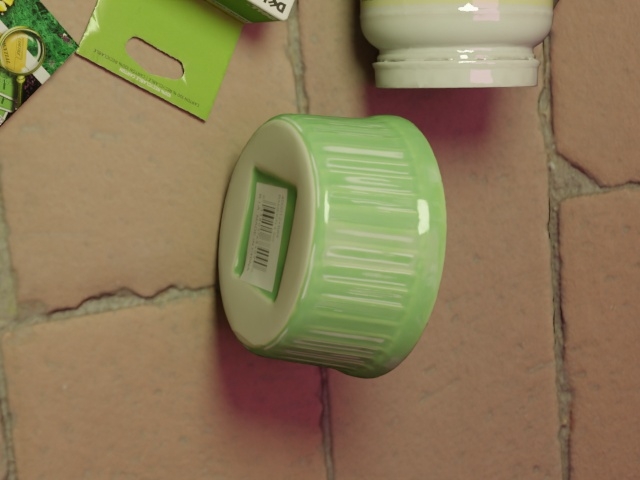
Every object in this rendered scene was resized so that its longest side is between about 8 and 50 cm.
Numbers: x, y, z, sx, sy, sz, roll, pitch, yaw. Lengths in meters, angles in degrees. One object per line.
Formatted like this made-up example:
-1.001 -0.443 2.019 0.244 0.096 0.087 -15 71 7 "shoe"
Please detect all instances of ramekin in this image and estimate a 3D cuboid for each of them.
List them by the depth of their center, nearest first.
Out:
0.000 0.000 1.420 0.148 0.303 0.303 6 92 -26 "ramekin"

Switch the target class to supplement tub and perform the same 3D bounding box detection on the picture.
0.163 -0.347 1.518 0.235 0.235 0.325 -6 99 -33 "supplement tub"

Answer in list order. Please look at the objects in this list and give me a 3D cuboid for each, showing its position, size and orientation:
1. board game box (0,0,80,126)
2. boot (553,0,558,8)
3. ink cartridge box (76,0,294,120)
-0.380 -0.251 1.295 0.136 0.030 0.260 -52 119 -20 "board game box"
0.285 -0.386 1.700 0.208 0.076 0.190 -42 114 -15 "boot"
-0.131 -0.286 1.413 0.188 0.097 0.255 26 81 -33 "ink cartridge box"
